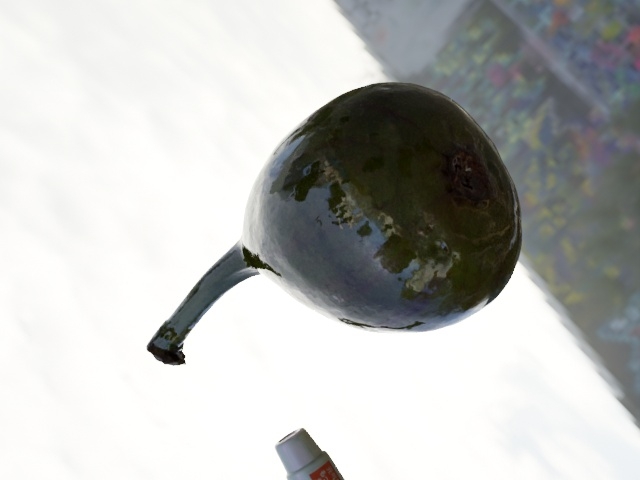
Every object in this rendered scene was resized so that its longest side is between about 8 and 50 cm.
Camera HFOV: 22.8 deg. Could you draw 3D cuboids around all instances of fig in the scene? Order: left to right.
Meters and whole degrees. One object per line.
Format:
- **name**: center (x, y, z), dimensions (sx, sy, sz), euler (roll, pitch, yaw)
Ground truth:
- **fig**: center (0.000, 0.000, 0.973), dimensions (0.151, 0.259, 0.151), euler (21, -122, -39)

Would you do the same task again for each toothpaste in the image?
- **toothpaste**: center (0.037, 0.221, 1.050), dimensions (0.052, 0.033, 0.218), euler (-35, -87, -46)
